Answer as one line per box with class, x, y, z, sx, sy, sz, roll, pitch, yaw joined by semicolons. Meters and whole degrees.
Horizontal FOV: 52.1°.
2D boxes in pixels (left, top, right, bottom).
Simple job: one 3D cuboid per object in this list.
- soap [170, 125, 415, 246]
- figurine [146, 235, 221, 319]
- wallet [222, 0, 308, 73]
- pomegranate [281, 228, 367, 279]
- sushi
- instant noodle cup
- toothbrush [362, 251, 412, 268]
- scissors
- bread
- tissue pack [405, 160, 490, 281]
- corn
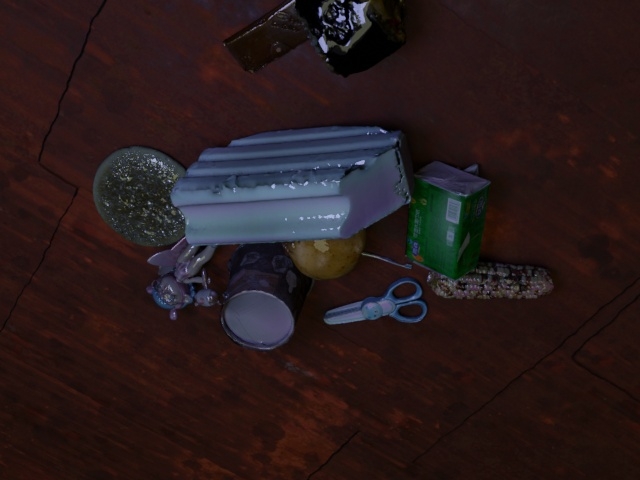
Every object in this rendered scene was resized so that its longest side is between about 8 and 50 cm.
soap;-0.045;-0.117;1.334;0.446;0.261;0.156;-3;121;19
figurine;-0.305;0.084;1.584;0.205;0.103;0.260;41;116;5
wallet;-0.098;-0.405;1.306;0.176;0.026;0.095;-25;134;20
pomegranate;0.000;0.000;1.455;0.196;0.196;0.196;4;121;6
sushi;0.070;-0.427;1.185;0.204;0.200;0.213;-31;98;21
instant noodle cup;-0.130;0.128;1.533;0.218;0.207;0.217;3;121;5
toothbrush;0.154;0.046;1.557;0.131;0.011;0.013;15;134;-2
scissors;0.131;0.167;1.619;0.256;0.030;0.125;-14;118;12
bread;-0.411;-0.094;1.537;0.267;0.040;0.267;3;121;6
tissue pack;0.285;-0.053;1.416;0.148;0.156;0.209;25;130;36
corn;0.388;0.089;1.511;0.281;0.092;0.092;1;120;2
